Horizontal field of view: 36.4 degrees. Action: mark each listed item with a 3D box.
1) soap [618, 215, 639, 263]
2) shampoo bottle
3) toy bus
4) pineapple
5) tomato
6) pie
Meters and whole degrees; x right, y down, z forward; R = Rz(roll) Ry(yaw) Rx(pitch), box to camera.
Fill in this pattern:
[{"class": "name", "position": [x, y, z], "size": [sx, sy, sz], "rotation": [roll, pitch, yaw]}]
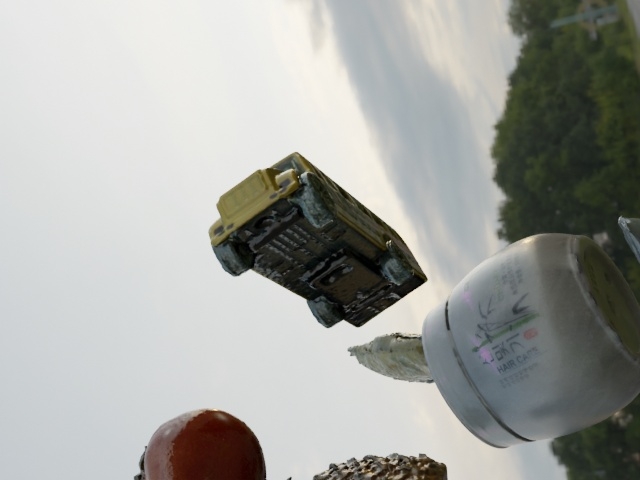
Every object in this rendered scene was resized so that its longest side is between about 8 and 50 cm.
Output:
[{"class": "soap", "position": [0.373, 0.119, 0.913], "size": [0.159, 0.302, 0.257], "rotation": [-104, 25, -46]}, {"class": "shampoo bottle", "position": [0.305, 0.142, 1.375], "size": [0.273, 0.266, 0.273], "rotation": [41, -150, -30]}, {"class": "toy bus", "position": [0.000, 0.000, 1.052], "size": [0.335, 0.121, 0.123], "rotation": [34, -154, -57]}, {"class": "pineapple", "position": [0.019, 0.410, 1.415], "size": [0.202, 0.362, 0.201], "rotation": [-4, -90, -74]}, {"class": "tomato", "position": [-0.121, 0.261, 1.018], "size": [0.091, 0.139, 0.159], "rotation": [-155, 71, -69]}, {"class": "pie", "position": [0.144, 0.206, 1.689], "size": [0.129, 0.282, 0.068], "rotation": [29, -107, -17]}]
